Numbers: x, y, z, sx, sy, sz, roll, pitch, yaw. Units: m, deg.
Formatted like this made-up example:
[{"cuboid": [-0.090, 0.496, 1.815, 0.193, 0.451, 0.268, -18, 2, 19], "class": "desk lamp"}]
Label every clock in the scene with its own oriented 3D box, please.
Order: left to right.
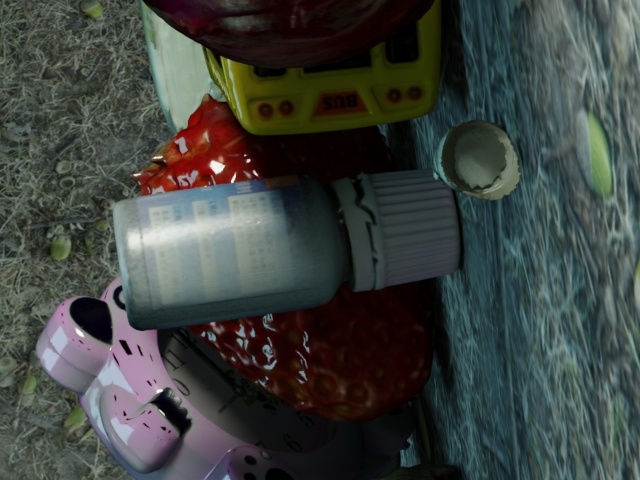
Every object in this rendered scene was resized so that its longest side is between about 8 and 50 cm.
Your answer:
[{"cuboid": [-0.073, 0.117, 1.411, 0.090, 0.248, 0.227, -55, -13, 31], "class": "clock"}]

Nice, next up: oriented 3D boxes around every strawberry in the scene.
[{"cuboid": [-0.013, 0.019, 1.298, 0.244, 0.205, 0.205, 56, 164, 23], "class": "strawberry"}]

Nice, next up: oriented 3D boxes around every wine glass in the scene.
[{"cuboid": [0.076, -0.038, 0.947, 0.039, 0.042, 0.083, -61, 1, -2], "class": "wine glass"}]

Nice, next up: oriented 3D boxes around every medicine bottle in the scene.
[{"cuboid": [-0.020, 0.003, 1.133, 0.083, 0.203, 0.083, 173, 90, -85], "class": "medicine bottle"}]

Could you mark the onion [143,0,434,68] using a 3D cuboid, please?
[{"cuboid": [-0.012, -0.193, 0.828, 0.246, 0.190, 0.246, -4, -90, -72], "class": "onion"}]

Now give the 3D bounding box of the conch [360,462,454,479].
[{"cuboid": [0.044, 0.236, 1.272, 0.178, 0.163, 0.245, -51, 2, 21], "class": "conch"}]

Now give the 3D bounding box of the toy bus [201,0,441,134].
[{"cuboid": [-0.017, -0.156, 1.161, 0.331, 0.145, 0.151, -120, 23, -76], "class": "toy bus"}]

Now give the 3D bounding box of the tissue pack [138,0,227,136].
[{"cuboid": [-0.112, -0.308, 1.890, 0.388, 0.162, 0.287, -105, 9, -60], "class": "tissue pack"}]

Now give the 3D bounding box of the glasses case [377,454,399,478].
[{"cuboid": [0.037, 0.138, 1.606, 0.071, 0.047, 0.205, -106, 9, -49], "class": "glasses case"}]

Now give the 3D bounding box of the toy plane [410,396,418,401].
[{"cuboid": [-0.008, -0.001, 1.471, 0.107, 0.182, 0.273, -60, 24, 24], "class": "toy plane"}]
